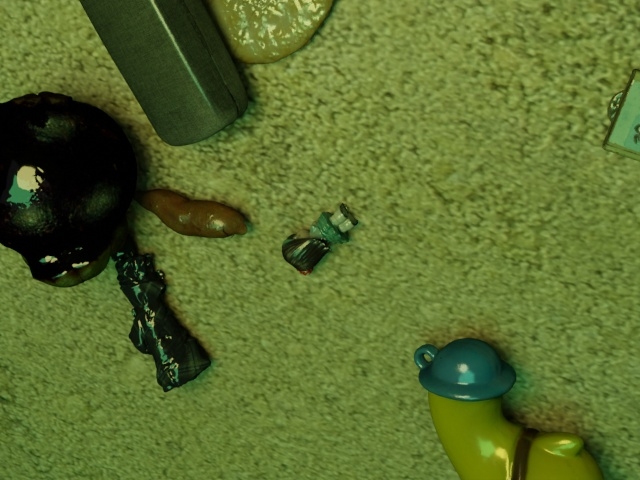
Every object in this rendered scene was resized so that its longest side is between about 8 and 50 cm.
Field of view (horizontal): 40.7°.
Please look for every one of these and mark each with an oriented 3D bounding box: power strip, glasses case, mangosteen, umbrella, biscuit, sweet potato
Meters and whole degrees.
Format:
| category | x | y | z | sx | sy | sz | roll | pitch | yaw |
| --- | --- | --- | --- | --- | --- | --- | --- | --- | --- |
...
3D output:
| category | x | y | z | sx | sy | sz | roll | pitch | yaw |
| --- | --- | --- | --- | --- | --- | --- | --- | --- | --- |
| power strip | 0.434 | -0.099 | 0.906 | 0.267 | 0.034 | 0.092 | 20 | 115 | 10 |
| glasses case | -0.203 | -0.266 | 0.999 | 0.131 | 0.074 | 0.323 | -11 | 114 | 43 |
| mangosteen | -0.331 | -0.066 | 1.068 | 0.242 | 0.243 | 0.243 | 6 | 113 | 16 |
| umbrella | -0.237 | 0.097 | 1.190 | 0.071 | 0.080 | 0.224 | -11 | 106 | 59 |
| biscuit | -0.086 | -0.309 | 0.994 | 0.219 | 0.033 | 0.220 | 7 | 113 | 16 |
| sweet potato | -0.182 | -0.037 | 1.126 | 0.194 | 0.056 | 0.057 | 18 | 115 | 17 |

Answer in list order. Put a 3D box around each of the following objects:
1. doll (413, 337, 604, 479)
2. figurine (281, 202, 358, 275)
| category | x | y | z | sx | sy | sz | roll | pitch | yaw |
| --- | --- | --- | --- | --- | --- | --- | --- | --- | --- |
| doll | 0.234 | 0.276 | 1.065 | 0.199 | 0.145 | 0.363 | -39 | 88 | 32 |
| figurine | 0.000 | 0.000 | 1.085 | 0.106 | 0.047 | 0.060 | -37 | 132 | 19 |
